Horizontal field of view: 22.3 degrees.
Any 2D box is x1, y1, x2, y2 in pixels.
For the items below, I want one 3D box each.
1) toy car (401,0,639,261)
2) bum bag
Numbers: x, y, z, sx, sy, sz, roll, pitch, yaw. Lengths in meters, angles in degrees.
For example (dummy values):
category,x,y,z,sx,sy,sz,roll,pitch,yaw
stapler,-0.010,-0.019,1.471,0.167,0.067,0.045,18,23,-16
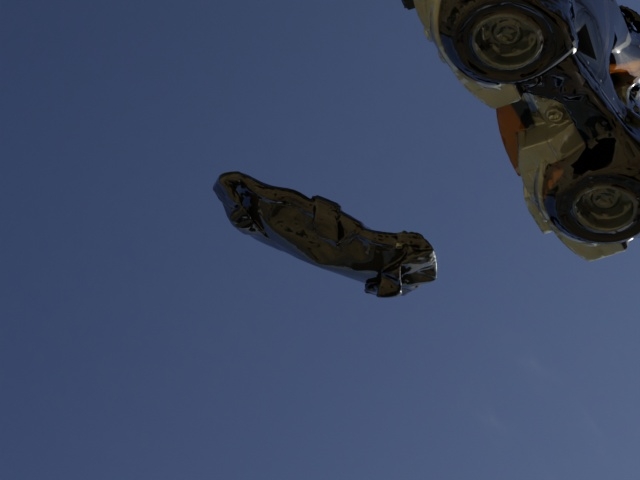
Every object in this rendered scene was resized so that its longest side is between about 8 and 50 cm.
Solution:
category,x,y,z,sx,sy,sz,roll,pitch,yaw
toy car,0.141,-0.137,1.073,0.118,0.193,0.301,-20,-51,28
bum bag,0.000,0.000,1.319,0.198,0.087,0.049,22,-115,6
